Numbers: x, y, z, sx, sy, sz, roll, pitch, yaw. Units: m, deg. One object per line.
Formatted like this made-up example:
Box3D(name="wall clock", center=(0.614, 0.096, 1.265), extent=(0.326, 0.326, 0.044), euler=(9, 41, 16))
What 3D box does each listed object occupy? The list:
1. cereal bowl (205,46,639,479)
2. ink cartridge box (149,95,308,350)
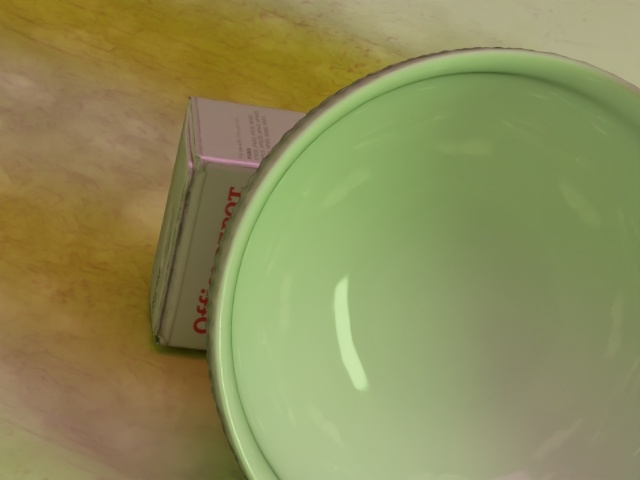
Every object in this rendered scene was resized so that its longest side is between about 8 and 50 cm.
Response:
Box3D(name="cereal bowl", center=(0.092, 0.050, 0.983), extent=(0.339, 0.339, 0.141), euler=(8, 3, -11))
Box3D(name="ink cartridge box", center=(0.000, 0.000, 1.107), extent=(0.217, 0.159, 0.092), euler=(6, 33, -14))
